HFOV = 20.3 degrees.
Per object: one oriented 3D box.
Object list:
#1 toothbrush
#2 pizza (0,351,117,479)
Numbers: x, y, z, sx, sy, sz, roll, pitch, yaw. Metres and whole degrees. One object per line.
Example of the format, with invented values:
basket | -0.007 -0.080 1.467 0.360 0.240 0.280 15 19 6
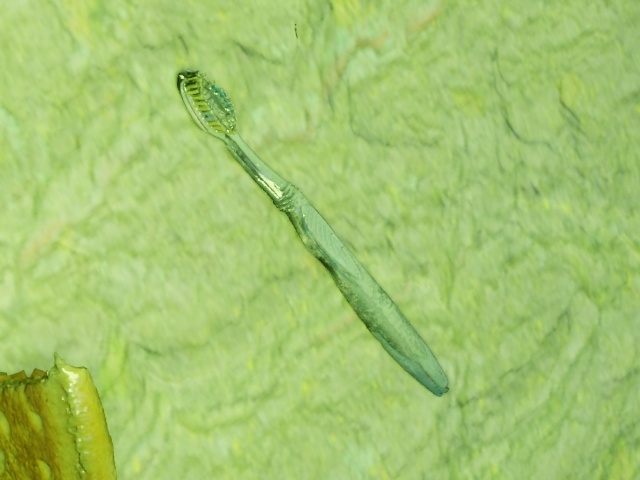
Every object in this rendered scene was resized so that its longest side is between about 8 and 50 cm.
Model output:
toothbrush | 0.000 0.000 1.652 0.035 0.042 0.413 -48 115 -19
pizza | -0.228 0.179 1.473 0.058 0.197 0.292 -23 139 -33
